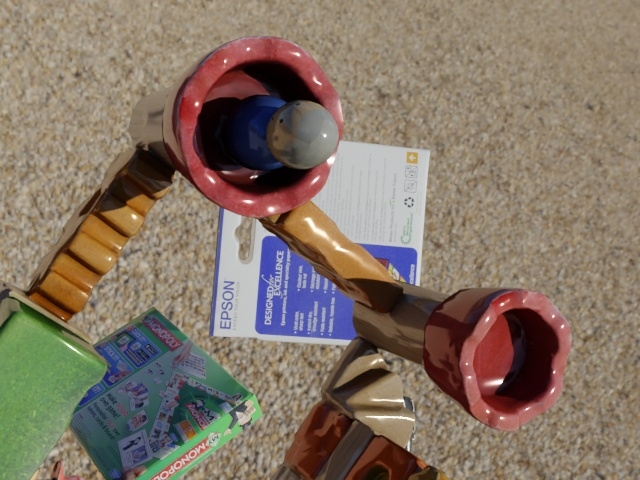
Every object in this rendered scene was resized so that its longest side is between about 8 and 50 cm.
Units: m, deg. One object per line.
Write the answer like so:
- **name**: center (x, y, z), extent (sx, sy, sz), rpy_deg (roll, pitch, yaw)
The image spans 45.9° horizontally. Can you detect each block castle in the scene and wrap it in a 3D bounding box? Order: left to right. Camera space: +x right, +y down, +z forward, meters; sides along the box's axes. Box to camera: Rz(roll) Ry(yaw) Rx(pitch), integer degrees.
- **block castle**: center (-0.077, 0.155, 0.403), extent (0.303, 0.453, 0.213), rpy_deg (41, -13, -26)

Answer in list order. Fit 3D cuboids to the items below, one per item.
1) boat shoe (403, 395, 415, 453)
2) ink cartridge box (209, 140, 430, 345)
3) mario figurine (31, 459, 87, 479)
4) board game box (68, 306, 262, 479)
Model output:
- **boat shoe**: center (0.153, 0.340, 1.357), extent (0.038, 0.046, 0.125), rpy_deg (13, 56, -32)
- **ink cartridge box**: center (0.000, 0.000, 1.123), extent (0.307, 0.304, 0.072), rpy_deg (5, -2, -7)
- **mario figurine**: center (-0.529, 0.395, 1.182), extent (0.320, 0.170, 0.198), rpy_deg (0, 57, -18)
- **board game box**: center (-0.257, 0.226, 1.093), extent (0.213, 0.046, 0.317), rpy_deg (-32, 35, -24)
